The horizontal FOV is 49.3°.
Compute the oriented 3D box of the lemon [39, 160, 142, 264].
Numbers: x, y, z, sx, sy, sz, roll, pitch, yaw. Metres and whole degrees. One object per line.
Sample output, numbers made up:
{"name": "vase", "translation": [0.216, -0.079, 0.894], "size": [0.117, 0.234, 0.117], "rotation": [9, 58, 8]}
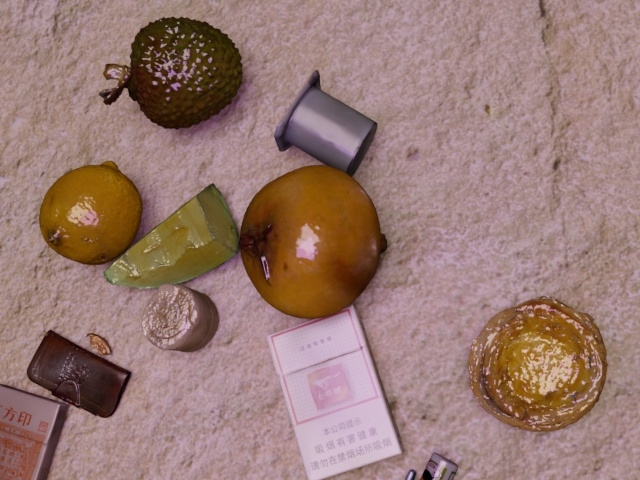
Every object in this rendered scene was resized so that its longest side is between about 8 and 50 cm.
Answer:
{"name": "lemon", "translation": [-0.540, -0.067, 1.667], "size": [0.228, 0.228, 0.254], "rotation": [29, 70, 16]}

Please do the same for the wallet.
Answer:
{"name": "wallet", "translation": [-0.587, 0.327, 1.686], "size": [0.255, 0.031, 0.137], "rotation": [22, 83, 16]}

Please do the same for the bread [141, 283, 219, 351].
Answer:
{"name": "bread", "translation": [-0.320, 0.182, 1.608], "size": [0.133, 0.141, 0.148], "rotation": [18, 82, 16]}

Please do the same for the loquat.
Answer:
{"name": "loquat", "translation": [0.000, 0.000, 1.513], "size": [0.359, 0.328, 0.329], "rotation": [0, 72, -34]}

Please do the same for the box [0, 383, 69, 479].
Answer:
{"name": "box", "translation": [-0.749, 0.543, 1.658], "size": [0.204, 0.051, 0.366], "rotation": [13, 80, 15]}

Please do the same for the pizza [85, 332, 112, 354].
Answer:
{"name": "pizza", "translation": [-0.540, 0.254, 1.703], "size": [0.083, 0.016, 0.037], "rotation": [36, 85, 13]}

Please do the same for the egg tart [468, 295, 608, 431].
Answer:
{"name": "egg tart", "translation": [0.450, 0.253, 1.454], "size": [0.290, 0.107, 0.291], "rotation": [-2, 82, 11]}

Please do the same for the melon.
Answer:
{"name": "melon", "translation": [-0.361, 0.013, 1.670], "size": [0.323, 0.124, 0.196], "rotation": [-29, 68, 13]}

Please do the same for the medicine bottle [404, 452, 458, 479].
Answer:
{"name": "medicine bottle", "translation": [0.203, 0.551, 1.461], "size": [0.092, 0.061, 0.221], "rotation": [21, 81, 40]}

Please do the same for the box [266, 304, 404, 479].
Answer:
{"name": "box", "translation": [0.030, 0.333, 1.527], "size": [0.210, 0.095, 0.331], "rotation": [-20, 72, 6]}

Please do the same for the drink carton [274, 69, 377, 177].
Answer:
{"name": "drink carton", "translation": [0.023, -0.258, 1.630], "size": [0.189, 0.191, 0.186], "rotation": [27, 81, 6]}

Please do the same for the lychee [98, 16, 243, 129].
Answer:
{"name": "lychee", "translation": [-0.347, -0.402, 1.691], "size": [0.319, 0.270, 0.270], "rotation": [-2, 76, 32]}
